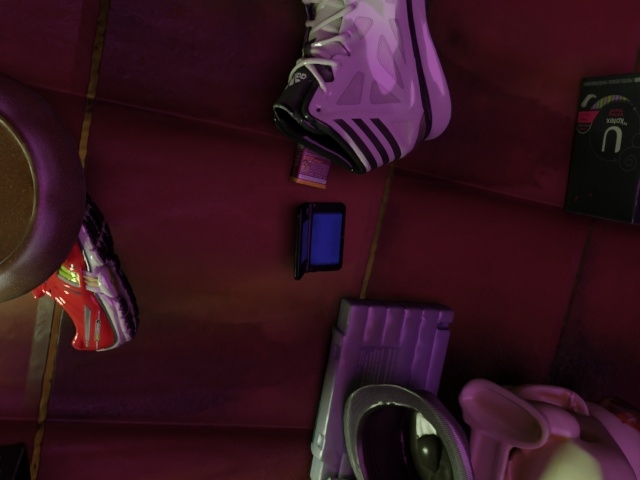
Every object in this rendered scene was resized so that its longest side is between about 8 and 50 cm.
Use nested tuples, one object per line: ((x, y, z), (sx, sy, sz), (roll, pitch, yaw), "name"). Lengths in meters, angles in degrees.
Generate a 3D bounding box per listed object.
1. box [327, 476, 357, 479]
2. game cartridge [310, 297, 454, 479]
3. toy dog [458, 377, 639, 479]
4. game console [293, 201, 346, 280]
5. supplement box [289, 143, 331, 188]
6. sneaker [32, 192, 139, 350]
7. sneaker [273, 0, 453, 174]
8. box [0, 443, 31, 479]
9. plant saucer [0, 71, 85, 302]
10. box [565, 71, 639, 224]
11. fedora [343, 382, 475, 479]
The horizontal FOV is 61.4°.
((0.062, 0.511, 1.014), (0.186, 0.038, 0.145), (20, 116, -30), "box")
((0.111, 0.286, 1.011), (0.230, 0.068, 0.355), (7, 99, -18), "game cartridge")
((0.476, 0.403, 1.009), (0.407, 0.395, 0.285), (8, 83, -47), "toy dog")
((0.000, 0.000, 0.903), (0.071, 0.107, 0.122), (4, 100, 8), "game console")
((-0.013, -0.131, 0.883), (0.054, 0.043, 0.083), (11, 97, -22), "supplement box")
((-0.355, 0.036, 0.762), (0.118, 0.107, 0.279), (-17, 104, -7), "sneaker")
((0.025, -0.301, 0.766), (0.257, 0.169, 0.448), (-37, 114, -27), "sneaker")
((-0.540, 0.441, 0.645), (0.312, 0.343, 0.179), (-6, 102, -18), "box")
((-0.456, -0.065, 0.673), (0.310, 0.050, 0.311), (0, 98, -1), "plant saucer")
((0.600, -0.176, 1.036), (0.143, 0.165, 0.271), (-2, 101, -20), "box")
((0.169, 0.358, 0.926), (0.124, 0.243, 0.276), (-13, 83, -50), "fedora")
